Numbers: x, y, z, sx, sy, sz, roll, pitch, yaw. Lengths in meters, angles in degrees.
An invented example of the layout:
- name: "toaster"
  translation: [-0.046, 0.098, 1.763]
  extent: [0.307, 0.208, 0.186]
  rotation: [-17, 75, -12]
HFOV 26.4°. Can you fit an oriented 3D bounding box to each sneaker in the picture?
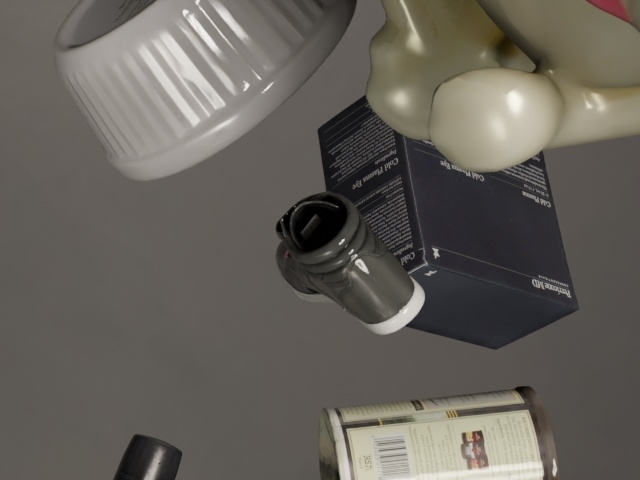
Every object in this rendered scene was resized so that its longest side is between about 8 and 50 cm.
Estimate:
- name: "sneaker"
  translation: [0.000, 0.000, 1.549]
  extent: [0.147, 0.104, 0.296]
  rotation: [52, -11, -26]

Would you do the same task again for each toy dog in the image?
- name: "toy dog"
  translation: [0.188, -0.186, 0.724]
  extent: [0.408, 0.395, 0.285]
  rotation: [-138, -151, -68]

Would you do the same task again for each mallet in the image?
- name: "mallet"
  translation: [-0.134, 0.183, 0.981]
  extent: [0.039, 0.062, 0.190]
  rotation: [23, -20, -5]

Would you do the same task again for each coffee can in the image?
- name: "coffee can"
  translation: [0.147, 0.301, 1.766]
  extent: [0.201, 0.275, 0.202]
  rotation: [175, -90, -82]

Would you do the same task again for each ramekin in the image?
- name: "ramekin"
  translation: [-0.111, -0.187, 1.189]
  extent: [0.127, 0.273, 0.273]
  rotation: [51, 3, -26]

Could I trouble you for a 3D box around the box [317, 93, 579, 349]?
- name: "box"
  translation: [0.190, -0.033, 2.062]
  extent: [0.343, 0.179, 0.312]
  rotation: [17, 53, -39]
